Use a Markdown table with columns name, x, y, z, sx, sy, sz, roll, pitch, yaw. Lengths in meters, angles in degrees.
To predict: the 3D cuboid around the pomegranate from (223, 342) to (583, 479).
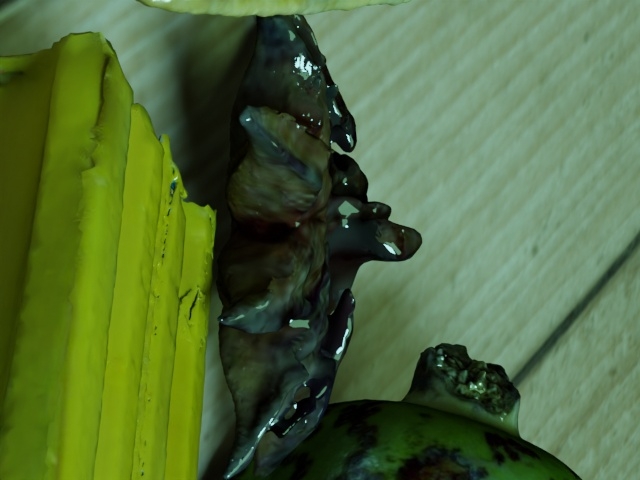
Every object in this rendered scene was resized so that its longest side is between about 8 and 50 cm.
| name | x | y | z | sx | sy | sz | roll | pitch | yaw |
| --- | --- | --- | --- | --- | --- | --- | --- | --- | --- |
| pomegranate | 0.052 | 0.188 | 1.067 | 0.254 | 0.254 | 0.270 | 24 | 76 | -57 |

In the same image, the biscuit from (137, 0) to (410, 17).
| name | x | y | z | sx | sy | sz | roll | pitch | yaw |
| --- | --- | --- | --- | --- | --- | --- | --- | --- | --- |
| biscuit | -0.042 | -0.144 | 0.909 | 0.247 | 0.118 | 0.029 | -14 | 136 | -54 |

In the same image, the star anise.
| name | x | y | z | sx | sy | sz | roll | pitch | yaw |
| --- | --- | --- | --- | --- | --- | --- | --- | --- | --- |
| star anise | 0.000 | 0.000 | 0.969 | 0.272 | 0.103 | 0.271 | 2 | 90 | -86 |

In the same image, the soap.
| name | x | y | z | sx | sy | sz | roll | pitch | yaw |
| --- | --- | --- | --- | --- | --- | --- | --- | --- | --- |
| soap | -0.117 | 0.096 | 0.766 | 0.204 | 0.096 | 0.324 | 69 | 22 | -62 |
